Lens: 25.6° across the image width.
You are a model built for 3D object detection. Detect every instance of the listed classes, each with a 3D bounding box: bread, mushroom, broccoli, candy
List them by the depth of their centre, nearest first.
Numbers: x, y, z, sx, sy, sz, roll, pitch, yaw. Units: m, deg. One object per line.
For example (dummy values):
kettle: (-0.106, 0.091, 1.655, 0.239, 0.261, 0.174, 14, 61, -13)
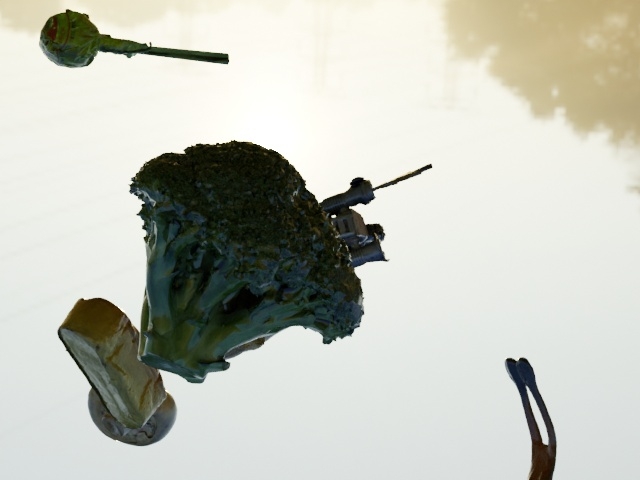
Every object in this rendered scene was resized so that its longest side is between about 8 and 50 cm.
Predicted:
broccoli: (-0.097, 0.029, 1.591, 0.308, 0.275, 0.308, 22, 167, 5)
candy: (-0.252, -0.263, 1.930, 0.262, 0.073, 0.077, 4, 152, -18)
bread: (-0.321, 0.188, 2.190, 0.102, 0.245, 0.094, 7, -132, 33)
mushroom: (-0.322, 0.288, 2.402, 0.154, 0.154, 0.122, 7, -148, 18)

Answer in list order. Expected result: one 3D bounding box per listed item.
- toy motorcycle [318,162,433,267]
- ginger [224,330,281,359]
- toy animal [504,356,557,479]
toy motorcycle: (0.000, 0.000, 2.135, 0.401, 0.134, 0.207, -18, 167, 17)
ginger: (-0.075, 0.089, 1.946, 0.131, 0.086, 0.294, 21, -147, 26)
toy animal: (0.237, 0.351, 1.754, 0.284, 0.302, 0.225, -45, -161, -26)
